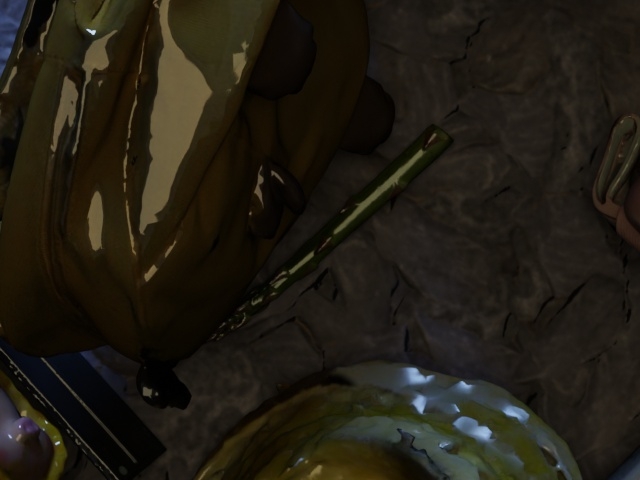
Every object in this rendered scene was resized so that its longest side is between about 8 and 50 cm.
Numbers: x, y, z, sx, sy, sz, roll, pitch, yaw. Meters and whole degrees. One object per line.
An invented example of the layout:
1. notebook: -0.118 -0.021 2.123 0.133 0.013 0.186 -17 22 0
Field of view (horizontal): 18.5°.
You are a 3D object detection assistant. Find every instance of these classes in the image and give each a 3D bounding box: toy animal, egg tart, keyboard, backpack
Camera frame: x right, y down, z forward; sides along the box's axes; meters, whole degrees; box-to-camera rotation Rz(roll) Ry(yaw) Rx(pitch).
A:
1. toy animal: -0.245 0.201 1.394 0.156 0.156 0.230 -16 90 0
2. egg tart: 0.033 0.240 1.352 0.345 0.132 0.345 -5 75 20
3. keyboard: -0.199 0.095 1.444 0.202 0.067 0.011 48 126 3
4. backpack: -0.092 -0.084 1.317 0.201 0.353 0.378 16 88 15

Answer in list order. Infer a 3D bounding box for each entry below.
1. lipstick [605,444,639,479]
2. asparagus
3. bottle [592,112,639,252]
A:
1. lipstick: 0.285 0.149 1.420 0.077 0.079 0.253 44 88 4
2. asparagus: 0.000 0.000 1.459 0.248 0.024 0.025 -41 45 0
3. bottle: 0.348 -0.077 1.393 0.297 0.173 0.206 -42 56 1
